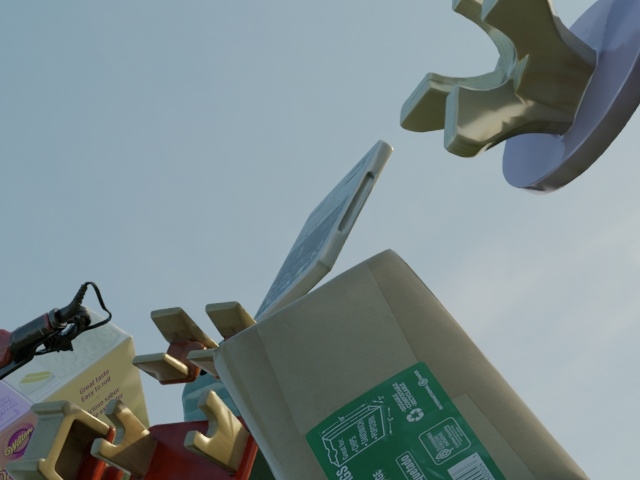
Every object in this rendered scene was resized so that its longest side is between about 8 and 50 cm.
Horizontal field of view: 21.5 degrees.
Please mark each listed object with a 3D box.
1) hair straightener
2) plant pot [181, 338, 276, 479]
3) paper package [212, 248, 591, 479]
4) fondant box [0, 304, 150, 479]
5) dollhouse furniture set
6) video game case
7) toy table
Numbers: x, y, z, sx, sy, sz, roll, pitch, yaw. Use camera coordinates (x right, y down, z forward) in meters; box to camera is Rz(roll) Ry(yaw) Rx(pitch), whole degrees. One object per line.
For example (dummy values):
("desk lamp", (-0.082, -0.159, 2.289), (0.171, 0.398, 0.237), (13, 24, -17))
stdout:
("hair straightener", (-0.294, 0.096, 1.789), (0.089, 0.047, 0.230), (-4, -23, -47))
("plant pot", (-0.013, 0.300, 2.345), (0.341, 0.341, 0.334), (-28, -57, -4))
("paper package", (0.099, 0.209, 1.170), (0.168, 0.325, 0.309), (-35, -55, -1))
("fondant box", (-0.323, 0.276, 2.066), (0.238, 0.096, 0.330), (-37, -41, -31))
("dollhouse furniture set", (-0.163, 0.212, 1.631), (0.259, 0.262, 0.135), (-9, -41, 37))
("video game case", (0.000, 0.000, 1.784), (0.022, 0.173, 0.190), (33, -34, -8))
("toy table", (0.205, -0.171, 1.687), (0.161, 0.252, 0.274), (19, -49, -17))
